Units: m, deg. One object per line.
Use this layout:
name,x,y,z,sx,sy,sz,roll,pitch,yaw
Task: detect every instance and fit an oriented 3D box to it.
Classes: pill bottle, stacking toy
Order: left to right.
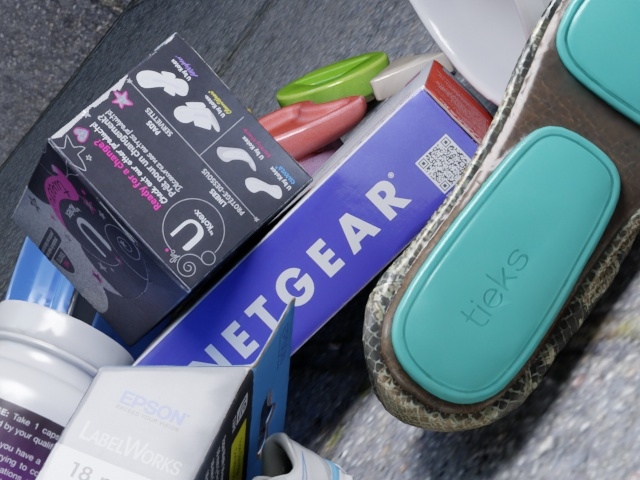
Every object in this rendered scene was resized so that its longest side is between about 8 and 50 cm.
pill bottle,-0.265,0.217,1.267,0.181,0.181,0.323,-15,47,57
stacking toy,-0.004,-0.089,1.704,0.279,0.130,0.309,-26,15,-20

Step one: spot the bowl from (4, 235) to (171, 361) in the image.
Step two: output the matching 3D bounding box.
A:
bowl,-0.229,0.041,1.619,0.391,0.077,0.391,-50,29,41

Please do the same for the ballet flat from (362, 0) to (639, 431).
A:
ballet flat,0.190,-0.071,1.141,0.483,0.164,0.182,-52,-1,-6

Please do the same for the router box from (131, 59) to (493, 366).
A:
router box,0.000,0.000,1.363,0.335,0.082,0.301,-44,3,12

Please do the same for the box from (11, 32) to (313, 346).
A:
box,-0.140,-0.033,1.312,0.142,0.163,0.247,-44,3,-23

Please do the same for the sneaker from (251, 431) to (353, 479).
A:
sneaker,-0.036,0.215,1.144,0.071,0.083,0.191,-30,27,29

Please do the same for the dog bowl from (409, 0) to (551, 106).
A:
dog bowl,0.146,-0.244,1.341,0.104,0.265,0.265,-30,17,-9

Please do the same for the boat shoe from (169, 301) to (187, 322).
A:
boat shoe,-0.205,0.124,1.692,0.223,0.073,0.080,-45,19,8

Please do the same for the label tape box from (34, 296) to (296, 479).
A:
label tape box,-0.133,0.213,1.147,0.241,0.106,0.334,97,-164,-52
